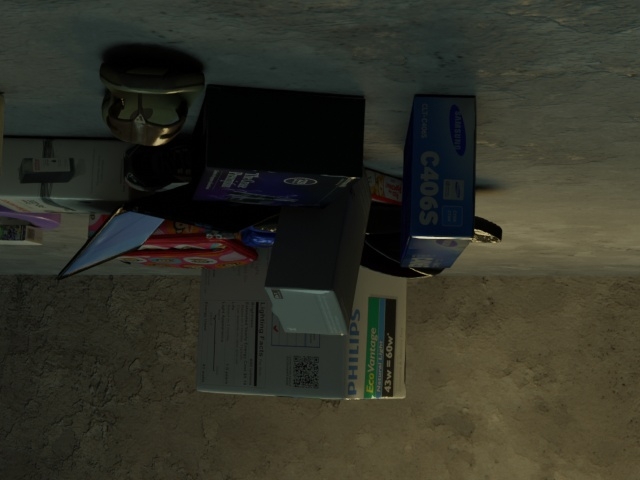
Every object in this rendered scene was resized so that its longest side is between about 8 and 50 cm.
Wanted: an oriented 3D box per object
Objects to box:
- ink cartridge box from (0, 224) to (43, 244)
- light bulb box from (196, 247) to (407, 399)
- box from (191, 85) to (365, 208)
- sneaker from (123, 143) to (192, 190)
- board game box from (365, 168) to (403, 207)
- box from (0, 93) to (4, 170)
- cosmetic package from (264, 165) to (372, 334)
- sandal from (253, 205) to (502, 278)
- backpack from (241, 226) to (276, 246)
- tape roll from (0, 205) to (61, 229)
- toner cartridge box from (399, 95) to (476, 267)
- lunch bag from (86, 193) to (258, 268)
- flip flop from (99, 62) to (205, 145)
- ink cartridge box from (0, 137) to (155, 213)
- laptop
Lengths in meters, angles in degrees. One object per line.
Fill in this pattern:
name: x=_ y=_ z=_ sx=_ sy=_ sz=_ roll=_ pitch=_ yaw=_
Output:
ink cartridge box: x=-0.523 y=-0.010 z=1.992 sx=0.115 sy=0.029 sz=0.063 roll=1 pitch=174 yaw=14
light bulb box: x=-0.034 y=0.128 z=2.359 sx=0.361 sy=0.357 sz=0.225 roll=-1 pitch=174 yaw=35
box: x=-0.059 y=-0.107 z=1.485 sx=0.184 sy=0.103 sz=0.261 roll=1 pitch=174 yaw=-9
sneaker: x=-0.189 y=-0.111 z=1.675 sx=0.178 sy=0.072 sz=0.077 roll=-8 pitch=177 yaw=-42
board game box: x=0.028 y=-0.081 z=1.891 sx=0.147 sy=0.045 sz=0.193 roll=-3 pitch=171 yaw=35
box: x=-0.517 y=-0.127 z=1.417 sx=0.275 sy=0.113 sz=0.094 roll=2 pitch=175 yaw=13
cosmetic package: x=0.000 y=0.000 z=1.669 sx=0.107 sy=0.238 sz=0.127 roll=-1 pitch=148 yaw=13
sandal: x=0.093 y=0.004 z=1.933 sx=0.446 sy=0.107 sz=0.167 roll=4 pitch=174 yaw=-30
backpack: x=-0.089 y=-0.041 z=2.049 sx=0.098 sy=0.101 sz=0.120 roll=-2 pitch=172 yaw=-21
tape roll: x=-0.558 y=-0.075 z=1.954 sx=0.275 sy=0.090 sz=0.275 roll=1 pitch=173 yaw=0
toner cartridge box: x=0.143 y=-0.062 z=1.519 sx=0.075 sy=0.165 sz=0.348 roll=1 pitch=174 yaw=2
lunch bag: x=-0.274 y=-0.024 z=2.220 sx=0.293 sy=0.120 sz=0.258 roll=-1 pitch=169 yaw=17
flip flop: x=-0.194 y=-0.139 z=1.328 sx=0.112 sy=0.080 sz=0.277 roll=4 pitch=173 yaw=-15
ink cartridge box: x=-0.360 y=-0.091 z=1.748 sx=0.218 sy=0.092 sz=0.158 roll=3 pitch=173 yaw=6
laptop: x=-0.198 y=-0.002 z=1.719 sx=0.264 sy=0.136 sz=0.234 roll=13 pitch=-164 yaw=19
